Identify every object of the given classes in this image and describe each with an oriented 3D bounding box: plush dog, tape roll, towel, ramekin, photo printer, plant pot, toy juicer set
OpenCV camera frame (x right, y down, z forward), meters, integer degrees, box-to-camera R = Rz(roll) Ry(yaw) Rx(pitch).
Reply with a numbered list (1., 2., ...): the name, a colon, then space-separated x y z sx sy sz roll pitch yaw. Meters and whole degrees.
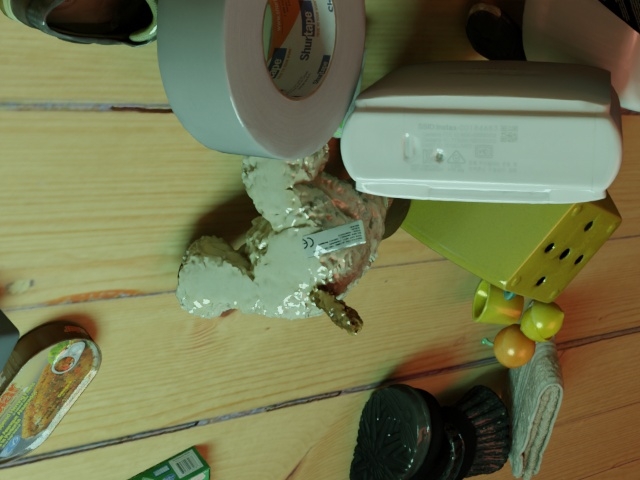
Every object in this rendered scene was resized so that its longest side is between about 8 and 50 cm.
1. plush dog: 0.000 0.000 1.328 0.262 0.211 0.225 -59 167 24
2. tape roll: -0.046 -0.181 1.045 0.219 0.072 0.219 -20 114 -56
3. towel: 0.340 0.249 1.974 0.049 0.187 0.282 2 135 -3
4. ramekin: 0.367 -0.279 1.361 0.277 0.135 0.277 -32 142 -30
5. photo printer: 0.175 -0.119 1.222 0.307 0.256 0.107 -46 137 -70
6. plant pot: 0.243 -0.042 1.507 0.212 0.187 0.212 -52 146 15
7. toy juicer set: 0.288 0.029 1.646 0.089 0.209 0.329 15 124 -10

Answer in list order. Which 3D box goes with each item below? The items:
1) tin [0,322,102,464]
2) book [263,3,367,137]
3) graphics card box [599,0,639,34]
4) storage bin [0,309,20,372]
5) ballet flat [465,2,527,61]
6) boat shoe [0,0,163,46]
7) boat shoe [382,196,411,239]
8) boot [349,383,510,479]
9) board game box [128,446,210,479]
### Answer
1. tin: -0.315 0.166 1.308 0.189 0.040 0.106 -51 151 14
2. book: -0.013 -0.163 1.188 0.144 0.035 0.096 17 77 -52
3. graphics card box: 0.291 -0.285 1.097 0.094 0.371 0.233 -42 147 1
4. storage bin: -0.352 0.121 1.170 0.091 0.098 0.135 -10 137 -55
5. ballet flat: 0.211 -0.233 1.391 0.057 0.049 0.173 -7 160 30
6. boat shoe: -0.154 -0.196 1.010 0.224 0.073 0.080 -10 136 -40
7. boat shoe: 0.078 -0.061 1.442 0.050 0.045 0.135 -28 142 -33
8. boot: 0.194 0.299 1.906 0.260 0.131 0.348 -18 152 -22
9. board game box: -0.294 0.419 1.621 0.317 0.046 0.213 -24 145 -25
